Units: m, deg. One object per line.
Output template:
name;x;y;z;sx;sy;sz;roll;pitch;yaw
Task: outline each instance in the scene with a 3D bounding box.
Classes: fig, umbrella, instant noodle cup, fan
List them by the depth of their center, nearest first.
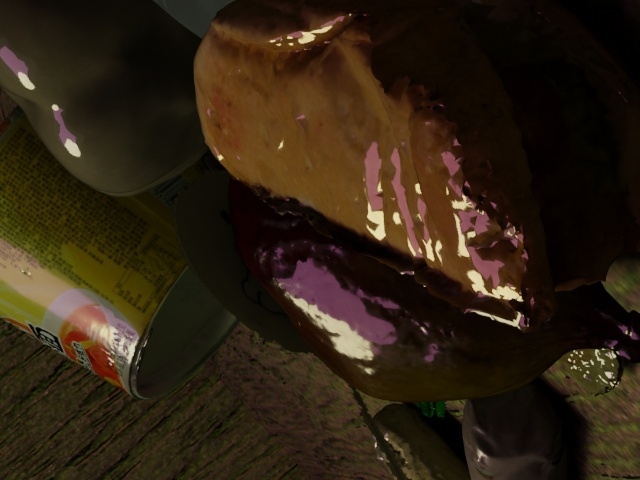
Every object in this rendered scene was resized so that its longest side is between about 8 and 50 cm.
fig;0.079;0.021;0.841;0.274;0.145;0.170;24;160;33
fan;0.001;0.071;1.192;0.191;0.009;0.329;5;-135;-46
umbrella;0.152;0.186;1.288;0.073;0.067;0.337;1;157;9
instant noodle cup;-0.169;0.000;1.464;0.200;0.264;0.264;34;166;16

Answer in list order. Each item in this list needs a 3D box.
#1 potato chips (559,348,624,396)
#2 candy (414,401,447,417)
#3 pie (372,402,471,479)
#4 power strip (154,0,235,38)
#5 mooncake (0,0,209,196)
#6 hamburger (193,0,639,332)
potato chips;0.101;0.017;1.004;0.142;0.026;0.209;50;172;-31
candy;0.019;0.066;1.373;0.203;0.078;0.141;30;175;22
pie;0.145;0.288;1.578;0.337;0.075;0.337;58;173;11
power strip;-0.078;-0.186;0.887;0.167;0.054;0.253;40;168;25
mooncake;-0.182;-0.150;1.232;0.275;0.135;0.275;49;173;8
hamburger;0.039;-0.069;0.713;0.262;0.124;0.131;27;137;51
